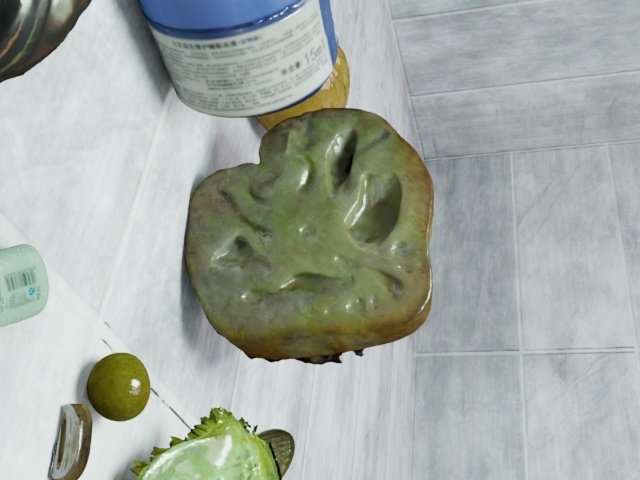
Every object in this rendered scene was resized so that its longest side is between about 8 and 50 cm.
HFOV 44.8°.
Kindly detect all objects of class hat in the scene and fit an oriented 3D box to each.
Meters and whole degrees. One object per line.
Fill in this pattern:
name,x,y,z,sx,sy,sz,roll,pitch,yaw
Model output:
hat,-0.116,0.333,1.202,0.146,0.067,0.146,-23,130,-31

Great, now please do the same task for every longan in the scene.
longan,-0.218,0.160,0.852,0.083,0.075,0.075,47,41,-80

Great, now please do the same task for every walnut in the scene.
walnut,-0.039,-0.277,1.399,0.221,0.196,0.195,76,17,-57

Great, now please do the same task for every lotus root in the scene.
lotus root,-0.250,0.210,0.795,0.037,0.030,0.083,58,33,-62
lotus root,0.000,0.000,1.114,0.390,0.375,0.111,-48,160,-12

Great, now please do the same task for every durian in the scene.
durian,-0.142,0.352,0.841,0.163,0.198,0.394,68,22,-43

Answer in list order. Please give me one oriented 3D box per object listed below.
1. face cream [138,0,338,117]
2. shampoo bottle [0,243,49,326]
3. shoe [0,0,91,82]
face cream,-0.110,-0.315,1.031,0.225,0.249,0.249,78,17,-44
shampoo bottle,-0.297,0.051,0.643,0.191,0.041,0.069,-31,122,-72
shoe,-0.246,-0.281,0.664,0.237,0.171,0.383,35,45,-65
